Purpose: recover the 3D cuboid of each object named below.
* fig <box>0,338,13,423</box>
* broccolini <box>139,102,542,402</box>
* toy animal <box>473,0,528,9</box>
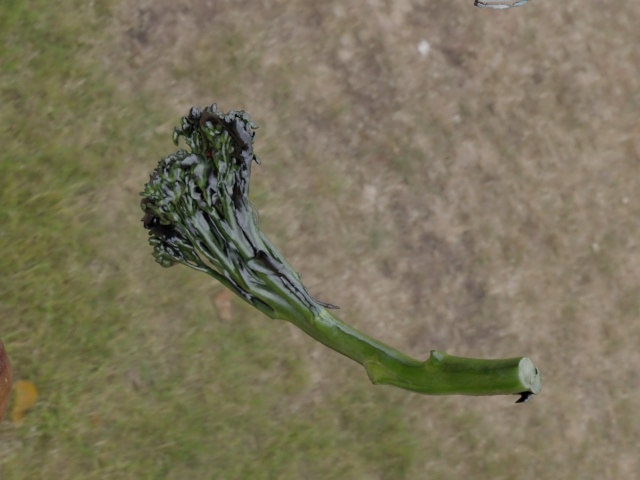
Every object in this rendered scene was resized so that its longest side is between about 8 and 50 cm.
[{"bbox_3d":[-0.266,0.085,0.699,0.201,0.146,0.133,-39,135,-31],"label":"fig"},{"bbox_3d":[0.007,0.004,0.748,0.062,0.271,0.123,-41,143,-35],"label":"broccolini"},{"bbox_3d":[0.157,-0.262,1.158,0.071,0.085,0.124,72,11,-59],"label":"toy animal"}]
